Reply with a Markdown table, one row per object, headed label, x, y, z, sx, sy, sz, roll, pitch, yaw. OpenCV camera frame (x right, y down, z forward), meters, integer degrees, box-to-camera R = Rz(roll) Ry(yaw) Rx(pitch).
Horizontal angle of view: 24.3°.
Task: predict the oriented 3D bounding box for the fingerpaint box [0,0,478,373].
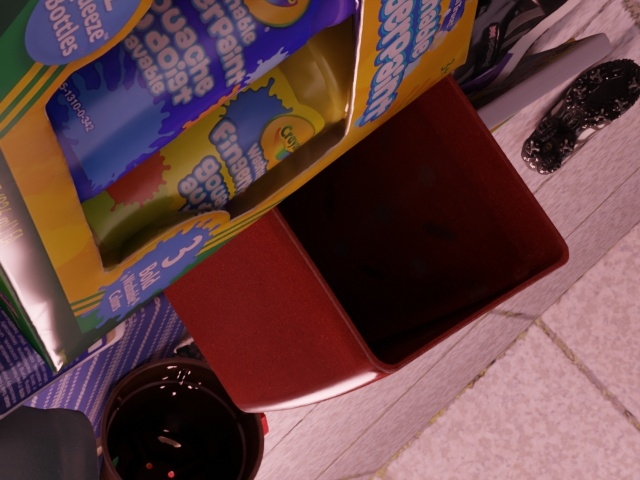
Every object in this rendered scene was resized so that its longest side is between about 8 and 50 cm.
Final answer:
| label | x | y | z | sx | sy | sz | roll | pitch | yaw |
| --- | --- | --- | --- | --- | --- | --- | --- | --- | --- |
| fingerpaint box | -0.078 | -0.149 | 0.841 | 0.371 | 0.163 | 0.445 | -38 | 164 | -15 |

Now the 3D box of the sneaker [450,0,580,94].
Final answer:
| label | x | y | z | sx | sy | sz | roll | pitch | yaw |
| --- | --- | --- | --- | --- | --- | --- | --- | --- | --- |
| sneaker | 0.151 | -0.216 | 1.327 | 0.124 | 0.107 | 0.283 | -24 | 156 | -35 |

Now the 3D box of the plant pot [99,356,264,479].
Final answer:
| label | x | y | z | sx | sy | sz | roll | pitch | yaw |
| --- | --- | --- | --- | --- | --- | --- | --- | --- | --- |
| plant pot | -0.157 | 0.229 | 1.555 | 0.167 | 0.167 | 0.165 | -34 | 167 | -28 |

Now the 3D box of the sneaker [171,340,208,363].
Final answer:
| label | x | y | z | sx | sy | sz | roll | pitch | yaw |
| --- | --- | --- | --- | --- | --- | --- | --- | --- | --- |
| sneaker | -0.112 | 0.137 | 1.646 | 0.166 | 0.065 | 0.076 | -39 | 136 | -4 |

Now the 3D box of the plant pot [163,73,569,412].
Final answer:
| label | x | y | z | sx | sy | sz | roll | pitch | yaw |
| --- | --- | --- | --- | --- | --- | --- | --- | --- | --- |
| plant pot | 0.000 | 0.000 | 1.294 | 0.267 | 0.267 | 0.236 | -27 | 171 | -43 |

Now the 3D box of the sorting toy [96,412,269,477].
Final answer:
| label | x | y | z | sx | sy | sz | roll | pitch | yaw |
| --- | --- | --- | --- | --- | --- | --- | --- | --- | --- |
| sorting toy | -0.174 | 0.245 | 1.772 | 0.255 | 0.089 | 0.257 | -38 | 164 | -13 |

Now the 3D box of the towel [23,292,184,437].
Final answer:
| label | x | y | z | sx | sy | sz | roll | pitch | yaw |
| --- | --- | --- | --- | --- | --- | --- | --- | --- | --- |
| towel | -0.269 | 0.163 | 1.453 | 0.336 | 0.040 | 0.243 | -31 | 159 | -41 |

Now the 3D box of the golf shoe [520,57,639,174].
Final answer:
| label | x | y | z | sx | sy | sz | roll | pitch | yaw |
| --- | --- | --- | --- | --- | --- | --- | --- | --- | --- |
| golf shoe | 0.345 | -0.169 | 1.984 | 0.198 | 0.077 | 0.094 | -39 | 179 | 4 |

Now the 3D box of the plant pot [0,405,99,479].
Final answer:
| label | x | y | z | sx | sy | sz | roll | pitch | yaw |
| --- | --- | --- | --- | --- | --- | --- | --- | --- | --- |
| plant pot | -0.317 | 0.256 | 1.169 | 0.196 | 0.293 | 0.293 | 17 | 131 | -23 |

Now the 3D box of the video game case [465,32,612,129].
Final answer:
| label | x | y | z | sx | sy | sz | roll | pitch | yaw |
| --- | --- | --- | --- | --- | --- | --- | --- | --- | --- |
| video game case | 0.152 | -0.135 | 1.502 | 0.227 | 0.026 | 0.206 | -32 | -169 | -30 |

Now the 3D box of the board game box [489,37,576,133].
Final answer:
| label | x | y | z | sx | sy | sz | roll | pitch | yaw |
| --- | --- | --- | --- | --- | --- | --- | --- | --- | --- |
| board game box | 0.173 | -0.129 | 1.658 | 0.259 | 0.039 | 0.124 | -41 | -176 | -14 |

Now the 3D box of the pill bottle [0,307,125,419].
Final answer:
| label | x | y | z | sx | sy | sz | roll | pitch | yaw |
| --- | --- | --- | --- | --- | --- | --- | --- | --- | --- |
| pill bottle | -0.251 | 0.076 | 1.112 | 0.186 | 0.112 | 0.112 | -35 | 162 | -26 |
